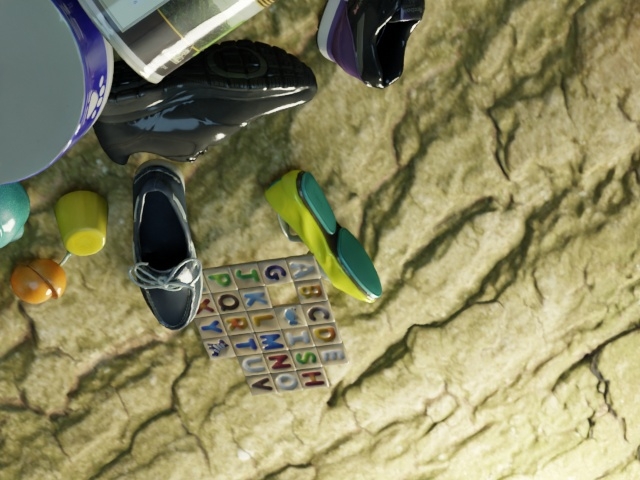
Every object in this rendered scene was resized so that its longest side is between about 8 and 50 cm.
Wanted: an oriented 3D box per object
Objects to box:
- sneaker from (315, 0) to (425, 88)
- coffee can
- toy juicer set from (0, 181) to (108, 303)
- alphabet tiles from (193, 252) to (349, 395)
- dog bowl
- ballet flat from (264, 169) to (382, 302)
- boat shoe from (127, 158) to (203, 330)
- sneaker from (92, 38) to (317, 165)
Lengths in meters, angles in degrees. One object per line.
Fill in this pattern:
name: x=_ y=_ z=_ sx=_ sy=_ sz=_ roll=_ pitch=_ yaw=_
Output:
sneaker: x=0.088 y=-0.314 z=1.399 sx=0.107 sy=0.124 sz=0.283 roll=-12 pitch=130 yaw=-32
coffee can: x=-0.124 y=-0.330 z=1.309 sx=0.275 sy=0.201 sz=0.201 roll=-32 pitch=123 yaw=9
toy juicer set: x=-0.448 y=-0.012 z=1.513 sx=0.329 sy=0.089 sz=0.209 roll=15 pitch=130 yaw=-30
alphabet tiles: x=-0.074 y=0.125 z=1.687 sx=0.198 sy=0.009 sz=0.237 roll=-8 pitch=125 yaw=14
dog bowl: x=-0.373 y=-0.199 z=1.347 sx=0.265 sy=0.104 sz=0.265 roll=3 pitch=114 yaw=6
ballet flat: x=0.000 y=0.000 z=1.631 sx=0.077 sy=0.077 sz=0.231 roll=-19 pitch=124 yaw=25
boat shoe: x=-0.202 y=0.020 z=1.579 sx=0.095 sy=0.079 sz=0.254 roll=2 pitch=122 yaw=-2
sneaker: x=-0.144 y=-0.164 z=1.480 sx=0.286 sy=0.109 sz=0.130 roll=-6 pitch=130 yaw=2
